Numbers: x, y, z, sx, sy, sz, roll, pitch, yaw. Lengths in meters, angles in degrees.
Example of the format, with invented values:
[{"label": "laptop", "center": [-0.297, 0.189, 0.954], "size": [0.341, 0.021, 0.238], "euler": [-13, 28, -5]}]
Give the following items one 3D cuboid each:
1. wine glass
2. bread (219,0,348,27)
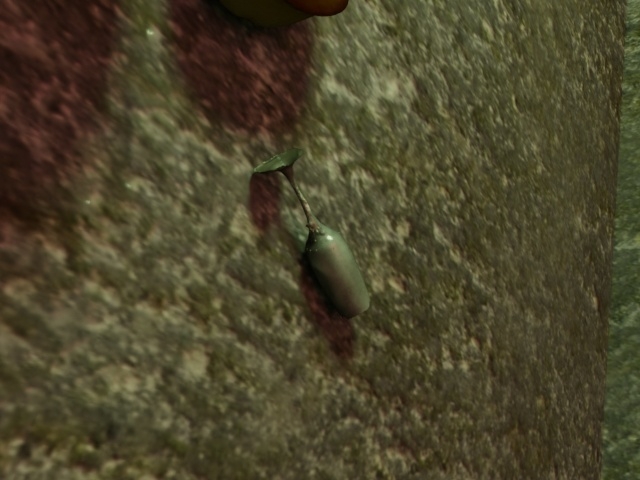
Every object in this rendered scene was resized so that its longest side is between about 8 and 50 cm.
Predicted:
[{"label": "wine glass", "center": [0.000, 0.000, 0.874], "size": [0.074, 0.074, 0.262], "euler": [-48, 121, -40]}, {"label": "bread", "center": [-0.056, -0.405, 0.799], "size": [0.270, 0.148, 0.269], "euler": [9, 78, -47]}]
